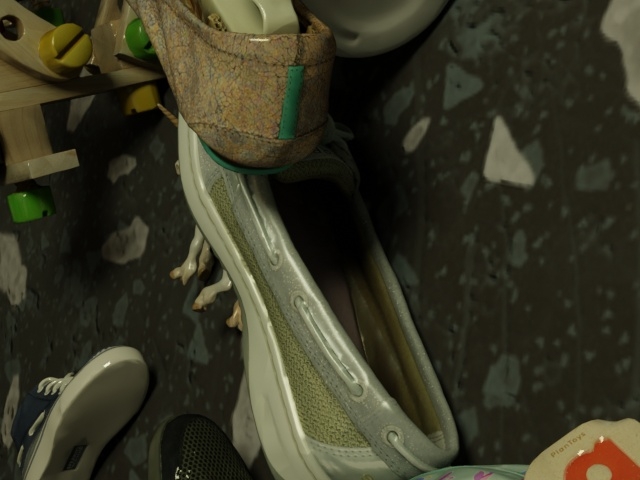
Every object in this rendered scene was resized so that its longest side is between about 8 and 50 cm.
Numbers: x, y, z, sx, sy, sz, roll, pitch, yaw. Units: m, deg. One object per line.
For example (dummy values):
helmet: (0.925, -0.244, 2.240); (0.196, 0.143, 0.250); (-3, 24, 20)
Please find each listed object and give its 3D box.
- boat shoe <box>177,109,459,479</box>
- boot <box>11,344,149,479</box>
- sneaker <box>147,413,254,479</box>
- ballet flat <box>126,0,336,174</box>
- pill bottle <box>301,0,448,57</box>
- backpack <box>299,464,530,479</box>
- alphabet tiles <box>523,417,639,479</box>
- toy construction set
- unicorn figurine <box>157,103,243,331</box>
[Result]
boat shoe: (-0.001, 0.001, 0.709); (0.103, 0.118, 0.320); (-31, 62, 35)
boot: (-0.206, 0.133, 0.952); (0.190, 0.069, 0.086); (-55, 47, 28)
sneaker: (-0.029, 0.188, 0.713); (0.130, 0.087, 0.227); (-46, 52, 31)
ballet flat: (-0.073, -0.177, 0.684); (0.316, 0.108, 0.106); (56, 146, 32)
pill bottle: (0.003, -0.215, 0.754); (0.112, 0.112, 0.186); (-53, 46, 28)
backpack: (0.073, 0.170, 0.567); (0.182, 0.115, 0.152); (-29, 74, 40)
alphabet tiles: (0.107, 0.175, 0.378); (0.284, 0.021, 0.278); (-35, 30, -5)
toy construction set: (-0.173, -0.145, 0.914); (0.309, 0.257, 0.237); (-11, 89, 28)
unicorn figurine: (-0.070, -0.010, 0.843); (0.162, 0.060, 0.111); (38, 110, 31)
